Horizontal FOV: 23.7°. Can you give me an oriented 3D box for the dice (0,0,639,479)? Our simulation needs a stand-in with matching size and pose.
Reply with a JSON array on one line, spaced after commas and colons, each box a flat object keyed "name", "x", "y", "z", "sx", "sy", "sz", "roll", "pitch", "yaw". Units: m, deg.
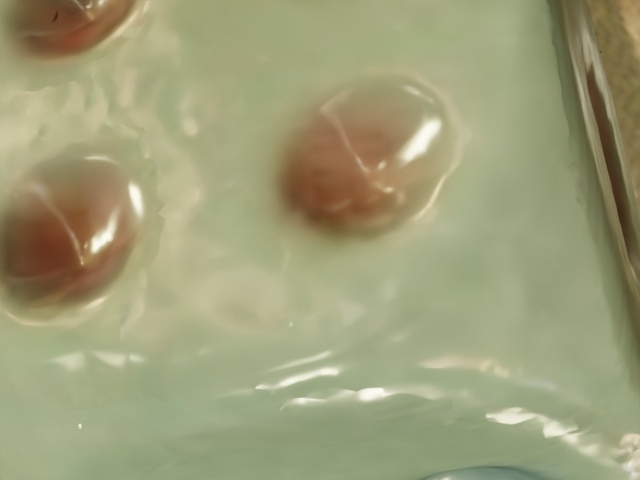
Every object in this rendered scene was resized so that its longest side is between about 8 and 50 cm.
[{"name": "dice", "x": 0.000, "y": 0.000, "z": 0.659, "sx": 0.264, "sy": 0.263, "sz": 0.268, "roll": 53, "pitch": -153, "yaw": -56}]
